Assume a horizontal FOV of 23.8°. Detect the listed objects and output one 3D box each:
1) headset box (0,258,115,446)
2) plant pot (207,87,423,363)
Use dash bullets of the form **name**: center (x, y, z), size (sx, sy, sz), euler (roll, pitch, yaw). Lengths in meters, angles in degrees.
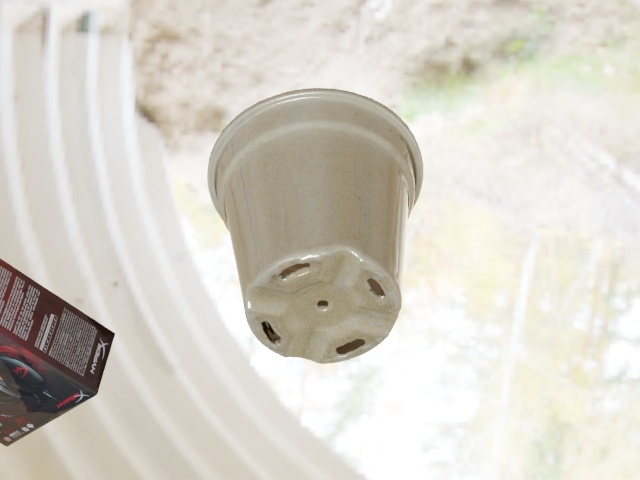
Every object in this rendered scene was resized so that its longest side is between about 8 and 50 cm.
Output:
- **headset box**: center (-0.458, 0.128, 2.004), size (0.293, 0.110, 0.218), euler (37, 132, -27)
- **plant pot**: center (0.000, 0.000, 2.221), size (0.334, 0.334, 0.305), euler (3, -139, -7)
